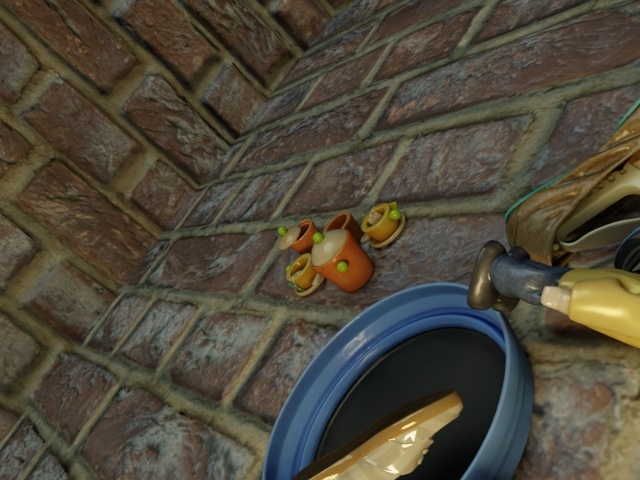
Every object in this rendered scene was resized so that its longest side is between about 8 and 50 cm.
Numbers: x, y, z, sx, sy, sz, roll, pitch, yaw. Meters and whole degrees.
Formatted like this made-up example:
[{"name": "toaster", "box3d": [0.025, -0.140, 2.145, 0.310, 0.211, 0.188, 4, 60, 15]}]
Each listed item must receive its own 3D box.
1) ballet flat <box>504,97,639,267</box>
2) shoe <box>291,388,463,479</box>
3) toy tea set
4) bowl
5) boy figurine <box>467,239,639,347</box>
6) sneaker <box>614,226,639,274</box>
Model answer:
[{"name": "ballet flat", "box3d": [0.385, -0.080, 0.828, 0.342, 0.116, 0.124, -40, 44, 16]}, {"name": "shoe", "box3d": [0.068, 0.233, 0.732, 0.219, 0.058, 0.076, -36, -6, 15]}, {"name": "toy tea set", "box3d": [0.000, 0.000, 1.310, 0.336, 0.124, 0.200, -12, 41, 53]}, {"name": "bowl", "box3d": [0.090, 0.229, 0.854, 0.391, 0.077, 0.391, -37, 25, 20]}, {"name": "boy figurine", "box3d": [0.298, 0.072, 0.674, 0.285, 0.177, 0.092, 21, 97, 43]}, {"name": "sneaker", "box3d": [0.390, 0.018, 0.693, 0.188, 0.067, 0.078, -10, 36, 50]}]
